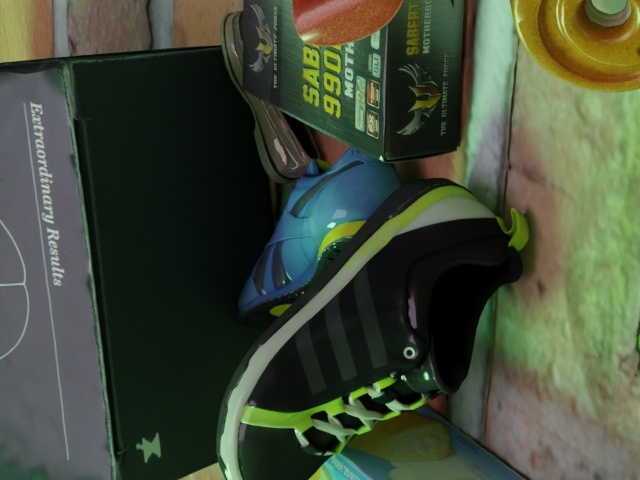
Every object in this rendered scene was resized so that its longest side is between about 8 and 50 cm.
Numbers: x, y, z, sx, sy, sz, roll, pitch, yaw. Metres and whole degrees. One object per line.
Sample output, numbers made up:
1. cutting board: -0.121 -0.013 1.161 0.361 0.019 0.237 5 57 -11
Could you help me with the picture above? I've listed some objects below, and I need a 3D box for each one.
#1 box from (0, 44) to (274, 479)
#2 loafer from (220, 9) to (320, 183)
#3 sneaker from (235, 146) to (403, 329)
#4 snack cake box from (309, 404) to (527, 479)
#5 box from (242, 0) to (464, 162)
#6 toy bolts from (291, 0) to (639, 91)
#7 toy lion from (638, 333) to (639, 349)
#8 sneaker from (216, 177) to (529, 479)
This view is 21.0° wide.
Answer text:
1. box: -0.247 0.016 1.284 0.395 0.212 0.293 0 99 34
2. loafer: -0.030 -0.103 1.190 0.039 0.045 0.125 -20 87 44
3. sneaker: 0.000 0.000 1.144 0.209 0.069 0.082 135 136 -57
4. snack cake box: 0.067 0.205 1.051 0.264 0.089 0.152 32 125 54
5. box: 0.018 -0.183 1.055 0.183 0.056 0.231 32 125 53
6. toy bolts: 0.083 -0.186 0.861 0.228 0.158 0.218 -16 124 29
7. toy lion: 0.189 0.068 0.852 0.096 0.034 0.100 -158 62 -65
8. sneaker: 0.031 0.068 0.994 0.234 0.084 0.097 -55 48 7
